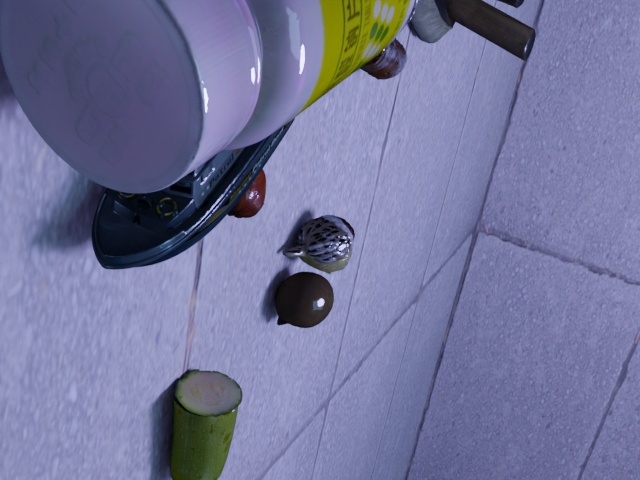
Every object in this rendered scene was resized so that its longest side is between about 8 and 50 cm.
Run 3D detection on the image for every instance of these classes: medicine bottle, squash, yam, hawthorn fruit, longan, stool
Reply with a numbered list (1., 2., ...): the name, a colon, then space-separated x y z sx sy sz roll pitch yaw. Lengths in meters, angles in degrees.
1. medicine bottle: -0.071 -0.205 0.668 0.378 0.214 0.213 -46 150 -48
2. squash: -0.169 0.280 1.078 0.095 0.095 0.188 -41 150 -54
3. yam: 0.085 -0.298 1.200 0.141 0.079 0.079 -3 112 -71
4. hawthorn fruit: -0.101 -0.066 0.942 0.077 0.077 0.077 -53 155 -39
5. longan: -0.031 0.102 1.264 0.113 0.092 0.113 -39 175 -4
6. stool: 0.300 -0.508 1.350 0.310 0.226 0.310 -67 160 -2

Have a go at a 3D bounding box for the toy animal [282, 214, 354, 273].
1. toy animal: 0.000 0.000 1.255 0.137 0.098 0.098 14 97 -49

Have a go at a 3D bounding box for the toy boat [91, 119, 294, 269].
1. toy boat: -0.130 -0.082 0.775 0.296 0.114 0.122 -57 163 -34
